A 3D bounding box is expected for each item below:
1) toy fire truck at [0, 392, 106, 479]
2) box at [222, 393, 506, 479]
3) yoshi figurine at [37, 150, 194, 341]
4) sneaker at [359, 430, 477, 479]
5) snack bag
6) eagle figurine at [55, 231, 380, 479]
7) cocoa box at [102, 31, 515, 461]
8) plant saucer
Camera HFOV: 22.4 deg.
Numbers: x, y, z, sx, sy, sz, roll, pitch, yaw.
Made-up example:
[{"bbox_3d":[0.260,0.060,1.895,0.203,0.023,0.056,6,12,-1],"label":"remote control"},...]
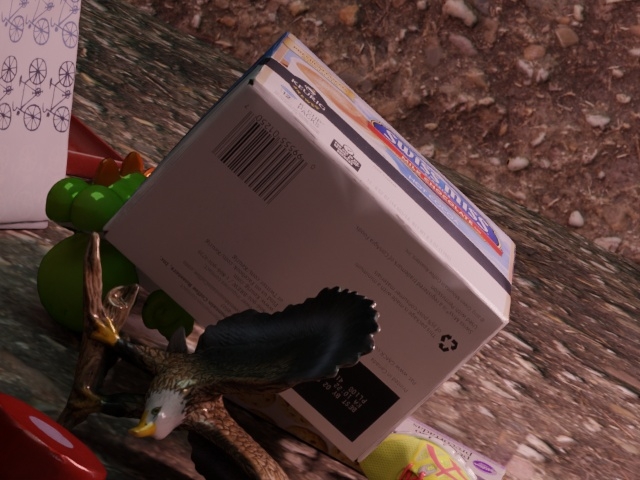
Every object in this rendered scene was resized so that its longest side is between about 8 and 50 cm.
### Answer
[{"bbox_3d":[-0.240,0.192,1.178,0.302,0.169,0.254,35,-1,31],"label":"toy fire truck"},{"bbox_3d":[0.041,0.204,1.744,0.324,0.067,0.063,28,16,10],"label":"box"},{"bbox_3d":[-0.205,0.038,1.824,0.362,0.204,0.203,27,45,-60],"label":"yoshi figurine"},{"bbox_3d":[0.121,0.264,1.634,0.208,0.081,0.094,31,18,19],"label":"sneaker"},{"bbox_3d":[-0.393,-0.167,1.842,0.037,0.323,0.342,11,7,28],"label":"snack bag"},{"bbox_3d":[-0.092,0.148,1.451,0.298,0.226,0.225,12,47,17],"label":"eagle figurine"},{"bbox_3d":[0.000,0.000,1.643,0.347,0.231,0.228,43,20,-7],"label":"cocoa box"},{"bbox_3d":[-0.443,-0.166,2.295,0.259,0.047,0.258,10,21,-43],"label":"plant saucer"}]
